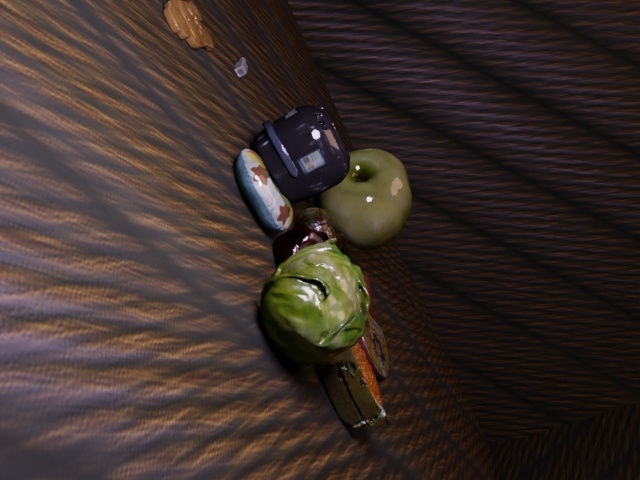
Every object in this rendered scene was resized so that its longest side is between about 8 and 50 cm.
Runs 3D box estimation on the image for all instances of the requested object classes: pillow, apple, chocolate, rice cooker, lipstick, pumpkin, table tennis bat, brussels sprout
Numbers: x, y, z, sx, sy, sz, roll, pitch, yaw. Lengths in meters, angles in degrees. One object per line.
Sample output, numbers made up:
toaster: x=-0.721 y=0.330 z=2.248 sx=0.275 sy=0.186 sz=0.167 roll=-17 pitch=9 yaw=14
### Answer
pillow: x=-0.146 y=-0.128 z=1.485 sx=0.233 sy=0.086 sz=0.214 roll=58 pitch=6 yaw=-21
apple: x=0.161 y=-0.146 z=2.066 sx=0.357 sy=0.357 sz=0.357 roll=58 pitch=17 yaw=-30
chocolate: x=-0.062 y=0.012 z=1.466 sx=0.125 sy=0.148 sz=0.080 roll=30 pitch=-11 yaw=39
rice cooker: x=-0.050 y=-0.249 z=1.632 sx=0.267 sy=0.224 sz=0.267 roll=60 pitch=3 yaw=-5
lipstick: x=-0.251 y=-0.564 z=1.844 sx=0.030 sy=0.030 sz=0.129 roll=56 pitch=18 yaw=-35
pumpkin: x=0.000 y=0.000 z=1.708 sx=0.183 sy=0.119 sz=0.107 roll=47 pitch=22 yaw=-38
table tennis bat: x=0.168 y=0.290 z=2.003 sx=0.268 sy=0.051 sz=0.414 roll=53 pitch=23 yaw=-42
brussels sprout: x=-0.008 y=0.144 z=1.273 sx=0.259 sy=0.227 sz=0.294 roll=-75 pitch=149 yaw=-45

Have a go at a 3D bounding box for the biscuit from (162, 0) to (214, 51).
biscuit: x=-0.348 y=-0.575 z=1.526 sx=0.144 sy=0.040 sz=0.236 roll=59 pitch=14 yaw=-8

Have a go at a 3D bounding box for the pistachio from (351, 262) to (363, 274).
pistachio: x=0.037 y=0.150 z=1.582 sx=0.138 sy=0.153 sz=0.238 roll=50 pitch=47 yaw=-22

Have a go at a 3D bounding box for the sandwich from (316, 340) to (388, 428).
sandwich: x=0.066 y=0.328 z=1.483 sx=0.212 sy=0.109 sz=0.292 roll=-94 pitch=159 yaw=-67
